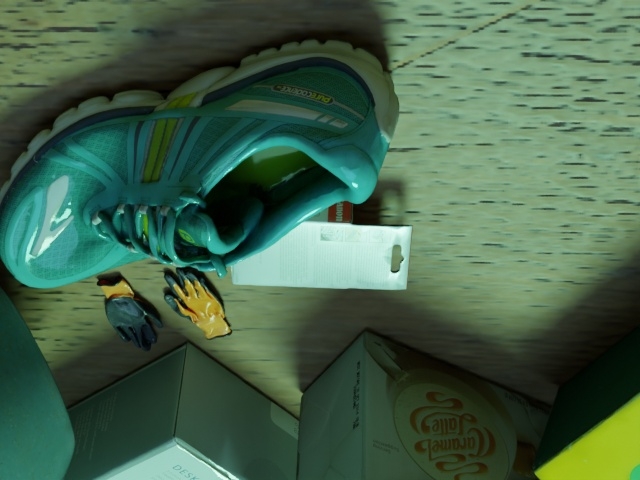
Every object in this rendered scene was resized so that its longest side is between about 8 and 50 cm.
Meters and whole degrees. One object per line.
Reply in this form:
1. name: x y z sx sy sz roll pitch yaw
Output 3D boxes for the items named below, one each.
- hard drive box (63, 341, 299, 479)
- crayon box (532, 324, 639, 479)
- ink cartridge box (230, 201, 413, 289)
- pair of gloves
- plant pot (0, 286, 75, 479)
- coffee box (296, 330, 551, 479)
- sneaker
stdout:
1. hard drive box: -0.125 0.200 1.069 0.232 0.089 0.181 -28 128 29
2. crayon box: 0.378 0.156 0.901 0.363 0.106 0.313 40 128 -5
3. ink cartridge box: 0.000 0.000 0.897 0.115 0.029 0.063 2 136 0
4. pair of gloves: -0.108 0.049 0.967 0.083 0.010 0.074 -9 135 14
5. plant pot: -0.276 0.121 0.900 0.195 0.290 0.290 -28 141 -21
6. coffee box: 0.111 0.183 1.000 0.246 0.141 0.098 24 132 -20
7. sneaker: -0.083 -0.030 0.812 0.275 0.110 0.107 -21 131 25
